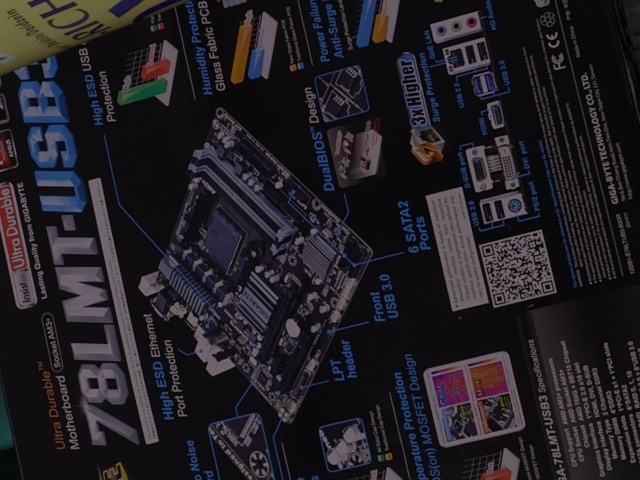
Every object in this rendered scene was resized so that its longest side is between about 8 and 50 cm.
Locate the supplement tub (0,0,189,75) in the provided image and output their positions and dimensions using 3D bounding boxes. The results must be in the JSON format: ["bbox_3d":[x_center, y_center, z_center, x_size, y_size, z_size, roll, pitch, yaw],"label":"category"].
[{"bbox_3d":[-0.125,-0.187,0.713,0.331,0.241,0.241,-20,117,11],"label":"supplement tub"}]

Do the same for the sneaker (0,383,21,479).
[{"bbox_3d":[-0.250,0.121,0.819,0.302,0.108,0.121,-22,109,-30],"label":"sneaker"}]

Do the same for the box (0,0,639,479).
[{"bbox_3d":[0.000,0.000,0.815,0.293,0.073,0.296,-15,82,14],"label":"box"}]
